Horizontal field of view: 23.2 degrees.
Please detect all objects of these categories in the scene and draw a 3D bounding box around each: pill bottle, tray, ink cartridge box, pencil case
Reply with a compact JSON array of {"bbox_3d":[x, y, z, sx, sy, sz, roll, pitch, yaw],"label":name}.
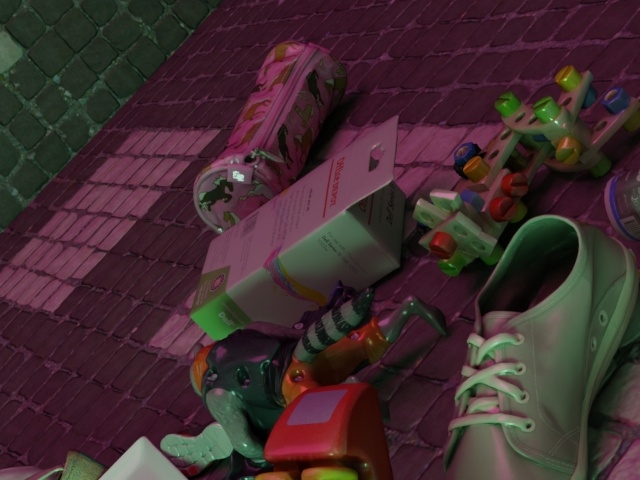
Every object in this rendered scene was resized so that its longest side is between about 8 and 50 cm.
[{"bbox_3d":[0.376,-0.051,1.649,0.137,0.078,0.078,-21,30,43],"label":"pill bottle"},{"bbox_3d":[-0.225,0.347,1.977,0.145,0.030,0.270,-46,26,-8],"label":"tray"},{"bbox_3d":[0.000,0.000,2.147,0.353,0.119,0.207,-34,22,23],"label":"ink cartridge box"},{"bbox_3d":[-0.077,-0.170,2.555,0.167,0.160,0.386,-17,31,32],"label":"pencil case"}]

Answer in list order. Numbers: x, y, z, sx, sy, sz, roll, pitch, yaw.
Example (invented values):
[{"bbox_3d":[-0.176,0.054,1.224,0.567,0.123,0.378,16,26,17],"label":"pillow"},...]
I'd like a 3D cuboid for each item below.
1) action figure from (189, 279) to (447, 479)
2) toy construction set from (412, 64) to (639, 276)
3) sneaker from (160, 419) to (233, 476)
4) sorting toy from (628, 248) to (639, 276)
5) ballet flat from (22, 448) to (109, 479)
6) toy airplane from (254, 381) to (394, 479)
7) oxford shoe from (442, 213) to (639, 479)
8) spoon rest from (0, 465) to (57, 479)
[{"bbox_3d":[-0.020,0.125,1.882,0.330,0.178,0.341,-14,36,34],"label":"action figure"},{"bbox_3d":[0.225,-0.066,1.870,0.327,0.151,0.215,-42,19,-30],"label":"toy construction set"},{"bbox_3d":[-0.142,0.261,2.012,0.158,0.061,0.065,-20,4,44],"label":"sneaker"},{"bbox_3d":[0.296,0.059,1.635,0.083,0.045,0.075,-23,36,41],"label":"sorting toy"},{"bbox_3d":[-0.419,0.403,2.126,0.316,0.106,0.107,-44,13,-4],"label":"ballet flat"},{"bbox_3d":[-0.022,0.327,1.274,0.386,0.272,0.384,-42,49,-4],"label":"toy airplane"},{"bbox_3d":[0.183,0.157,1.495,0.169,0.130,0.449,-12,45,46],"label":"oxford shoe"},{"bbox_3d":[-0.466,0.382,2.265,0.276,0.137,0.084,-24,70,52],"label":"spoon rest"}]
